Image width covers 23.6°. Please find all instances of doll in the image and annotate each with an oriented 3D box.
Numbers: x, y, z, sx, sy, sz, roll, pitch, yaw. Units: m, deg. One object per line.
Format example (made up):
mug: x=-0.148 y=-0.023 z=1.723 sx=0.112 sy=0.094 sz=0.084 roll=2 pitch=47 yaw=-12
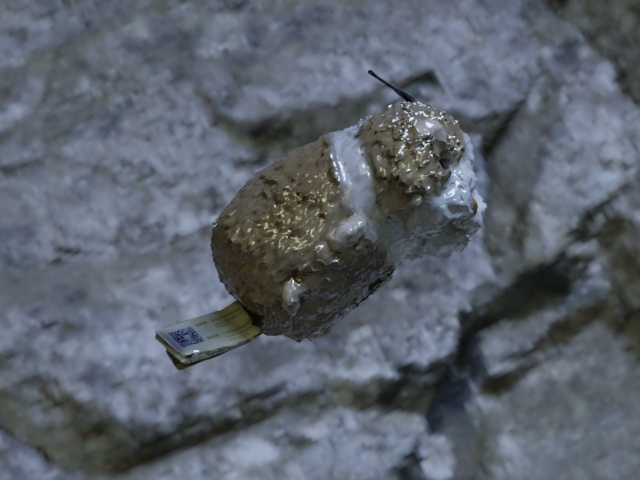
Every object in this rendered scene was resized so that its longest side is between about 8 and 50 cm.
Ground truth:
doll: x=-0.001 y=0.002 z=0.915 sx=0.221 sy=0.115 sz=0.105 roll=-40 pitch=-23 yaw=6
